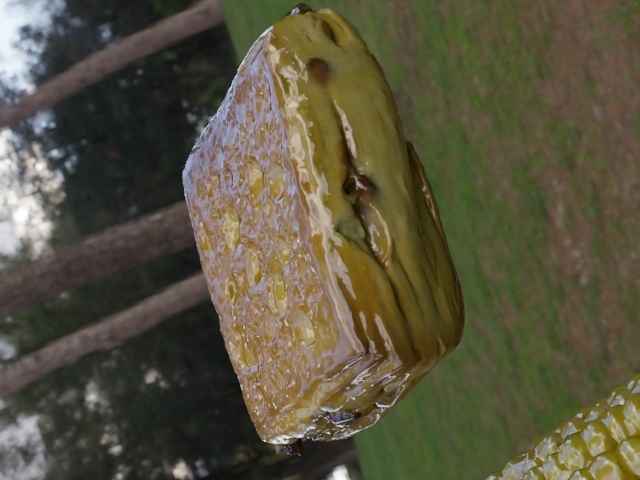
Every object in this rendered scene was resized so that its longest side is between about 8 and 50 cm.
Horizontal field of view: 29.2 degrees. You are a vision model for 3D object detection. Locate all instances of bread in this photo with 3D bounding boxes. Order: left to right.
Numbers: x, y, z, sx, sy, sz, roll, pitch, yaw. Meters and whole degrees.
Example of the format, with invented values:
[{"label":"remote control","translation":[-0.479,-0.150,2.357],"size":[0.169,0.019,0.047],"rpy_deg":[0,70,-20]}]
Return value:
[{"label":"bread","translation":[0.000,0.000,0.758],"size":[0.210,0.099,0.235],"rpy_deg":[-51,50,56]}]

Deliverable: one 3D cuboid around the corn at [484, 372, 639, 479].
[{"label":"corn","translation":[0.159,0.052,0.362],"size":[0.097,0.320,0.097],"rpy_deg":[50,-163,-21]}]
